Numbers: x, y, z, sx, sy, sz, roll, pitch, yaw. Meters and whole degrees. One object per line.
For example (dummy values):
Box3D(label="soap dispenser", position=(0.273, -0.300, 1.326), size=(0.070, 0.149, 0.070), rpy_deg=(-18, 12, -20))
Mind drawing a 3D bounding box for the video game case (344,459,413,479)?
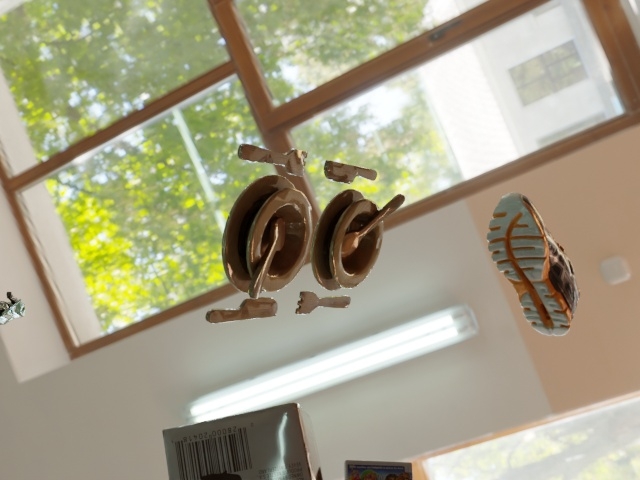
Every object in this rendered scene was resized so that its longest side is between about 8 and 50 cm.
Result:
Box3D(label="video game case", position=(0.073, 0.331, 0.984), size=(0.011, 0.087, 0.122), rpy_deg=(109, 164, -59))

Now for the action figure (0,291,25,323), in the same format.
Box3D(label="action figure", position=(-0.648, 0.145, 1.625), size=(0.064, 0.137, 0.232), rpy_deg=(63, 170, 0))

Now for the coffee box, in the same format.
Box3D(label="coffee box", position=(-0.033, 0.249, 0.565), size=(0.141, 0.098, 0.247), rpy_deg=(76, -178, -74))

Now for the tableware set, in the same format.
Box3D(label="tableware set", position=(0.000, 0.000, 0.614), size=(0.194, 0.039, 0.128), rpy_deg=(2, -79, -57))

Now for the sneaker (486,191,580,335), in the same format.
Box3D(label="sneaker", position=(0.292, 0.024, 1.089), size=(0.083, 0.084, 0.215), rpy_deg=(-44, -60, -36))
